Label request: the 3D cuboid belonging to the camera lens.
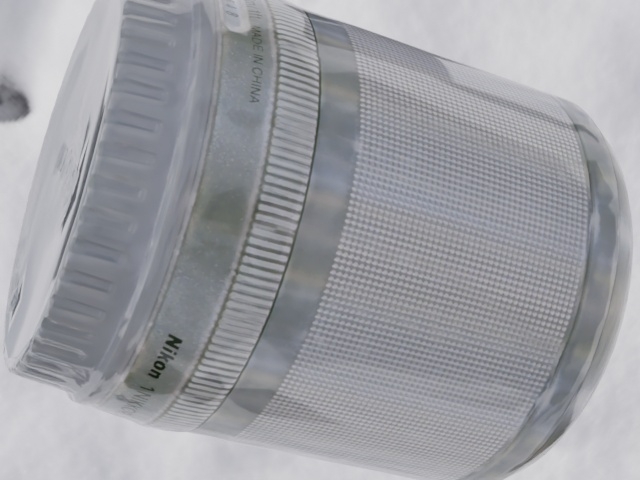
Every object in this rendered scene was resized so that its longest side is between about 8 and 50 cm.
[{"bbox_3d":[0.000,0.000,0.592,0.274,0.219,0.219,16,76,-20],"label":"camera lens"}]
